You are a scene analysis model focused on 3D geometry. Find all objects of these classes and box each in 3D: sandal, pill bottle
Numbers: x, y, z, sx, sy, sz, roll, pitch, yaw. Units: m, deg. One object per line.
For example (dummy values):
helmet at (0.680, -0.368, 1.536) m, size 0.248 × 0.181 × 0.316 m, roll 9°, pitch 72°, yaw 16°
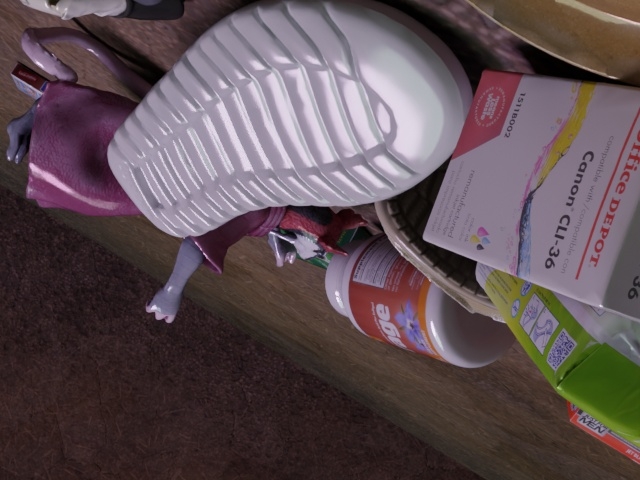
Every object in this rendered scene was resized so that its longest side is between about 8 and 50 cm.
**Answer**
sandal at (-0.042, -0.108, 0.793) m, size 0.416 × 0.102 × 0.169 m, roll -11°, pitch 120°, yaw 49°
pill bottle at (0.099, 0.054, 1.027) m, size 0.121 × 0.121 × 0.216 m, roll 39°, pitch 165°, yaw -29°

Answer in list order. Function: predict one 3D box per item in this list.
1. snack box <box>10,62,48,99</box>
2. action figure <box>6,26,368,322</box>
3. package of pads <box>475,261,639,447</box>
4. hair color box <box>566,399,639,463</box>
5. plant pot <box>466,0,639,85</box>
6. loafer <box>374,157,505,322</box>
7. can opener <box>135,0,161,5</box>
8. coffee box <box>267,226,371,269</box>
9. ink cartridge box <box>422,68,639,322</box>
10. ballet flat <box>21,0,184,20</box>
snack box at (-0.348, -0.184, 1.380) m, size 0.178 × 0.022 × 0.064 m, roll 32°, pitch 168°, yaw -2°
action figure at (-0.124, -0.074, 1.067) m, size 0.370 × 0.275 × 0.248 m, roll 13°, pitch -159°, yaw 11°
package of pads at (0.264, 0.094, 0.694) m, size 0.297 × 0.101 × 0.229 m, roll 34°, pitch -169°, yaw -14°
hair color box at (0.275, 0.134, 0.908) m, size 0.093 × 0.053 × 0.167 m, roll 32°, pitch -162°, yaw 0°
plant pot at (0.125, -0.145, 0.419) m, size 0.236 × 0.032 × 0.236 m, roll 30°, pitch 168°, yaw 8°
loafer at (0.152, 0.023, 0.831) m, size 0.269 × 0.101 × 0.092 m, roll 32°, pitch 164°, yaw -12°
can opener at (-0.101, -0.216, 0.573) m, size 0.093 × 0.074 × 0.280 m, roll 31°, pitch 167°, yaw 0°
coffee box at (0.000, 0.000, 1.232) m, size 0.184 × 0.040 × 0.113 m, roll 20°, pitch 163°, yaw 43°
ink cartridge box at (0.153, -0.024, 0.541) m, size 0.067 × 0.115 × 0.198 m, roll 17°, pitch -177°, yaw -32°
ballet flat at (-0.201, -0.226, 0.713) m, size 0.095 × 0.096 × 0.280 m, roll 21°, pitch 164°, yaw 34°
